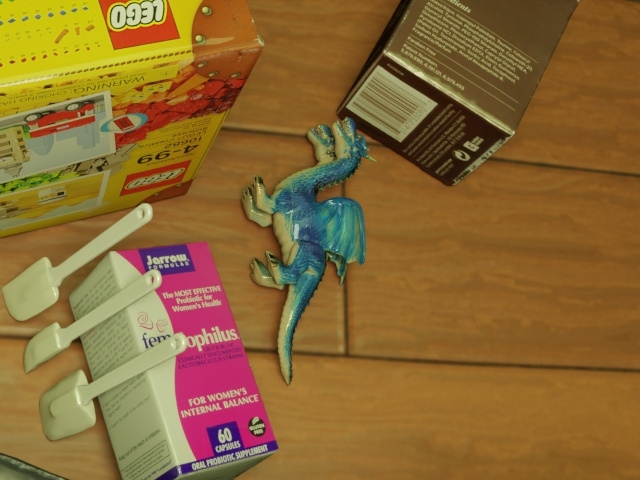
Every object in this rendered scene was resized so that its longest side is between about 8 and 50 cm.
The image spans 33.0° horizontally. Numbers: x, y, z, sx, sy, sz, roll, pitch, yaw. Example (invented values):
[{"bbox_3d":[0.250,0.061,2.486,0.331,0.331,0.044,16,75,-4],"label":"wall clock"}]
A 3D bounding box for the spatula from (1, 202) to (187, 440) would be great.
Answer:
[{"bbox_3d":[-0.209,0.078,0.995,0.019,0.242,0.168,1,67,-49],"label":"spatula"}]

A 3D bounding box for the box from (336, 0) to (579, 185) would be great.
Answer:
[{"bbox_3d":[0.152,-0.206,1.222,0.167,0.168,0.203,32,67,-5],"label":"box"}]

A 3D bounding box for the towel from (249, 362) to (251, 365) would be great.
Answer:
[{"bbox_3d":[-0.119,0.127,1.118,0.083,0.009,0.060,35,66,-5],"label":"towel"}]

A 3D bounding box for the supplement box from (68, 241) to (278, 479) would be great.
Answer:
[{"bbox_3d":[-0.144,0.124,1.027,0.111,0.114,0.220,-8,67,-38],"label":"supplement box"}]

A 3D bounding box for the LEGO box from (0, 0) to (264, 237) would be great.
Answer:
[{"bbox_3d":[-0.347,-0.127,0.931,0.500,0.372,0.193,-15,78,-20],"label":"LEGO box"}]

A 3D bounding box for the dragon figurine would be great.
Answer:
[{"bbox_3d":[0.000,0.000,1.154,0.144,0.085,0.289,-4,73,-18],"label":"dragon figurine"}]

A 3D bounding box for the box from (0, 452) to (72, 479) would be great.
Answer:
[{"bbox_3d":[-0.165,0.342,0.717,0.480,0.472,0.297,24,66,-9],"label":"box"}]
